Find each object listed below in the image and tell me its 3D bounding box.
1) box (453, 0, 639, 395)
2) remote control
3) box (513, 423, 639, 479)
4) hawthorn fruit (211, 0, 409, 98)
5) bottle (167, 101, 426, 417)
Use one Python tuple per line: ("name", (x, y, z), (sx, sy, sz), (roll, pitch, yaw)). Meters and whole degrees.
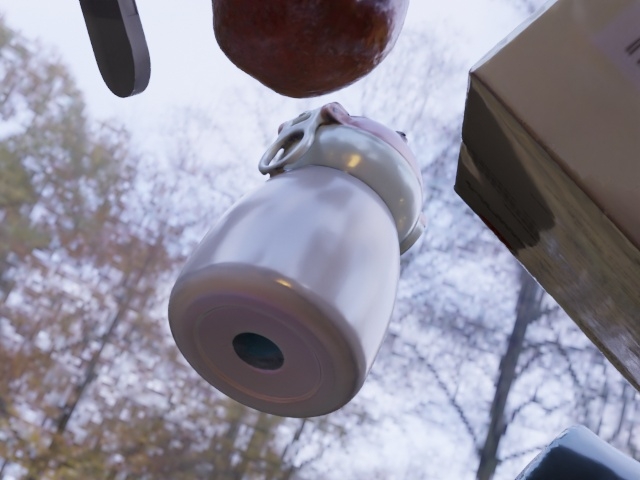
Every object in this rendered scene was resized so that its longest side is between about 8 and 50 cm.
("box", (0.144, 0.017, 0.430), (0.212, 0.095, 0.168), (49, -5, 9))
("remote control", (-0.198, -0.246, 1.240), (0.077, 0.022, 0.245), (-3, -77, 58))
("box", (0.013, 0.308, 0.555), (0.111, 0.396, 0.396), (31, -32, 23))
("hawthorn fruit", (-0.013, -0.279, 1.623), (0.231, 0.235, 0.263), (10, 9, -4))
("bottle", (0.000, 0.000, 1.027), (0.147, 0.236, 0.148), (16, -43, 15))
